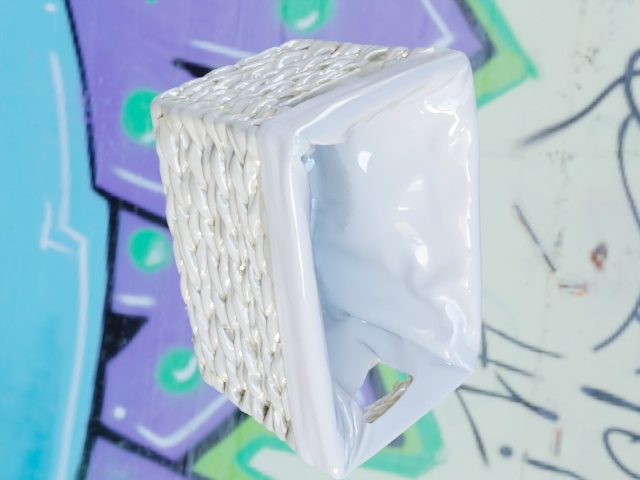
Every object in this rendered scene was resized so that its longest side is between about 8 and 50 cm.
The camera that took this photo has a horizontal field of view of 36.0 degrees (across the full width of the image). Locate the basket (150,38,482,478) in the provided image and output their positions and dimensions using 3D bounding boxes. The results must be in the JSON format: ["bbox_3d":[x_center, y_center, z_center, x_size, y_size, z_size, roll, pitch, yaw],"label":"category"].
[{"bbox_3d":[0.000,0.000,0.449,0.113,0.103,0.167,-30,126,-37],"label":"basket"}]
